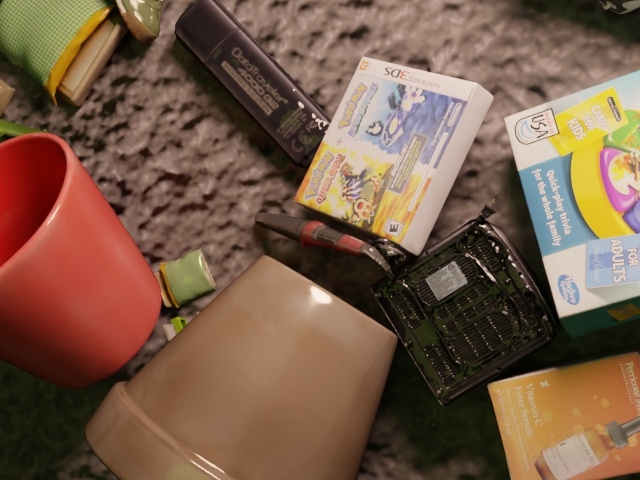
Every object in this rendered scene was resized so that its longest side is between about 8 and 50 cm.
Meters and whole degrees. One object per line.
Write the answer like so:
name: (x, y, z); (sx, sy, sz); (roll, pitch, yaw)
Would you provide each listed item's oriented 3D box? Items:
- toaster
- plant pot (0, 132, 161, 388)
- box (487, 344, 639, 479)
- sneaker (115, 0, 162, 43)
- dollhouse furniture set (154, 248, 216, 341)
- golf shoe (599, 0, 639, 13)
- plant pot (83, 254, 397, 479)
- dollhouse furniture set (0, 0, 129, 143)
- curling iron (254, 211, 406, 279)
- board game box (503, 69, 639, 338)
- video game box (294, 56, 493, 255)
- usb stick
toaster: (0.178, 0.074, 1.102); (0.186, 0.110, 0.168); (-35, 79, 16)
plant pot: (-0.346, 0.044, 1.181); (0.275, 0.243, 0.275); (-20, 42, 20)
box: (0.292, 0.201, 1.070); (0.170, 0.091, 0.130); (-17, 83, 18)
sneaker: (-0.237, -0.371, 1.278); (0.086, 0.064, 0.192); (-22, 79, 22)
dollhouse furniture set: (-0.175, 0.090, 1.251); (0.076, 0.058, 0.151); (-26, 81, 17)
golf shoe: (0.311, -0.313, 1.060); (0.273, 0.105, 0.120); (19, 139, 30)
plant pot: (-0.063, 0.181, 1.099); (0.323, 0.323, 0.280); (30, 85, 17)
dollhouse furniture set: (-0.428, -0.242, 1.297); (0.197, 0.151, 0.301); (38, 100, 16)
curling iron: (0.000, 0.000, 1.139); (0.274, 0.068, 0.035); (15, 72, 49)
board game box: (0.391, -0.068, 1.004); (0.336, 0.079, 0.253); (-19, 62, 18)
video game box: (0.082, -0.107, 1.122); (0.187, 0.048, 0.205); (23, 87, 45)
usb stick: (-0.086, -0.209, 1.235); (0.077, 0.045, 0.278); (-44, 76, 6)
